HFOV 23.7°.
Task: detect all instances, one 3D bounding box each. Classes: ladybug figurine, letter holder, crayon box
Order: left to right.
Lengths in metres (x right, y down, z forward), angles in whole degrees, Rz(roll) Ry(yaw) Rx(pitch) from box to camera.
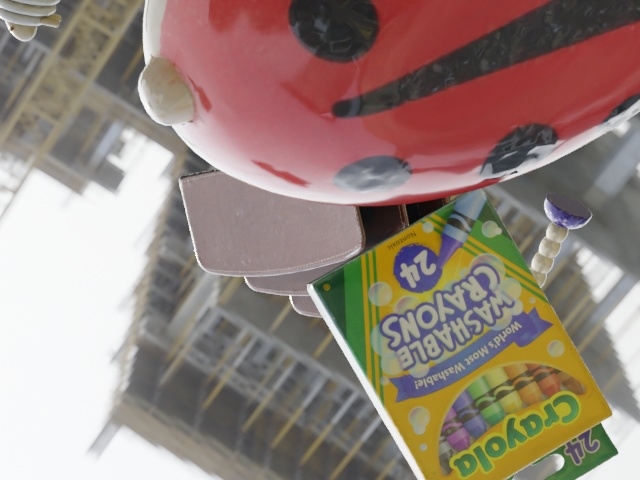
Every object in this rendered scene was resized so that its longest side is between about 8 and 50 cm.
[{"bbox_3d":[0.000,0.000,1.782,0.152,0.302,0.214,-14,-86,-41],"label":"letter holder"},{"bbox_3d":[0.154,0.134,1.571,0.323,0.203,0.083,60,174,0],"label":"crayon box"},{"bbox_3d":[0.105,-0.160,0.922,0.162,0.449,0.305,47,161,50],"label":"ladybug figurine"}]

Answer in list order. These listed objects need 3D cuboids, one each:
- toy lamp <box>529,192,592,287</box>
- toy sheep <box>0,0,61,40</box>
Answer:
[{"bbox_3d":[0.302,0.070,2.181,0.080,0.274,0.080,19,-157,-8],"label":"toy lamp"},{"bbox_3d":[-0.361,-0.312,1.896,0.091,0.132,0.091,11,-164,-3],"label":"toy sheep"}]
